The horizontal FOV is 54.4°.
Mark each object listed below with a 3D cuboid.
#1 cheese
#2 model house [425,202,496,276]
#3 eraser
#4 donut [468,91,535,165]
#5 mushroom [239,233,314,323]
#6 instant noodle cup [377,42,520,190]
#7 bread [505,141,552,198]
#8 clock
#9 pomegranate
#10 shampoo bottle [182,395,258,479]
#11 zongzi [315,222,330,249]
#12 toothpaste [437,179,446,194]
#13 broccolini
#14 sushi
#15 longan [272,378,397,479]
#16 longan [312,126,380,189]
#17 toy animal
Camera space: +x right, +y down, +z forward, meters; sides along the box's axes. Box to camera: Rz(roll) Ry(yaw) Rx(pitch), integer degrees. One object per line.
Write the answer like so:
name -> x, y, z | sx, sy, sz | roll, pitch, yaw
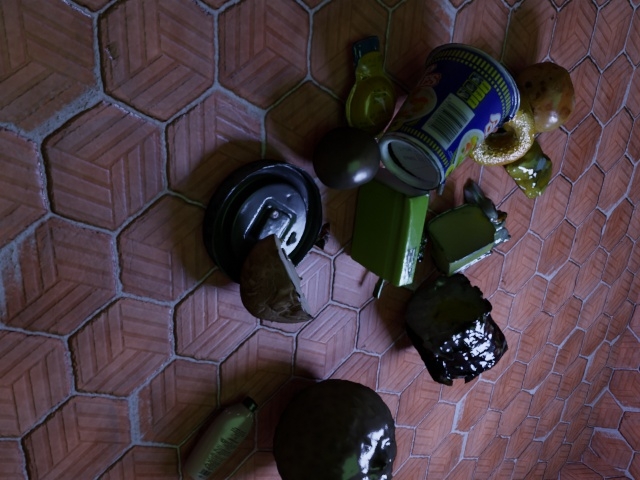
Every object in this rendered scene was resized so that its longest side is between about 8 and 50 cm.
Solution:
cheese -> 0.129, -0.380, 1.589 | 0.177, 0.069, 0.270 | -27, 126, -29
model house -> 0.456, 0.005, 2.038 | 0.194, 0.170, 0.211 | -30, 157, -5
eraser -> 0.190, -0.040, 1.729 | 0.092, 0.210, 0.274 | -11, 121, -37
donut -> 0.535, -0.336, 1.890 | 0.254, 0.118, 0.253 | -4, 136, -3
mushroom -> -0.123, 0.115, 1.518 | 0.151, 0.156, 0.285 | -19, 131, 3
instant noodle cup -> 0.312, -0.302, 1.613 | 0.312, 0.284, 0.284 | -51, 136, -19
bread -> 0.750, -0.252, 2.196 | 0.160, 0.088, 0.233 | -54, 134, -1
clock -> -0.138, -0.043, 1.535 | 0.325, 0.067, 0.325 | -20, 125, -32
pomegranate -> 0.700, -0.451, 1.953 | 0.215, 0.215, 0.215 | -20, 124, -33
shampoo bottle -> -0.268, 0.544, 1.726 | 0.257, 0.078, 0.127 | -48, 130, -8
zongzi -> 0.000, 0.000, 1.678 | 0.083, 0.073, 0.067 | -13, 138, -36
toothpaste -> 0.386, -0.185, 1.962 | 0.024, 0.015, 0.083 | 7, 103, -52
broccolini -> 0.251, 0.079, 1.948 | 0.123, 0.062, 0.271 | 45, 74, -30
sushi -> 0.444, 0.305, 2.082 | 0.299, 0.281, 0.294 | -40, 134, -8
longan -> 0.051, 0.604, 1.830 | 0.391, 0.391, 0.391 | -20, 124, -33
longan -> 0.065, -0.202, 1.553 | 0.187, 0.167, 0.167 | -62, 150, -50
toy animal -> 0.551, -0.081, 2.094 | 0.127, 0.125, 0.251 | -57, 132, -24
